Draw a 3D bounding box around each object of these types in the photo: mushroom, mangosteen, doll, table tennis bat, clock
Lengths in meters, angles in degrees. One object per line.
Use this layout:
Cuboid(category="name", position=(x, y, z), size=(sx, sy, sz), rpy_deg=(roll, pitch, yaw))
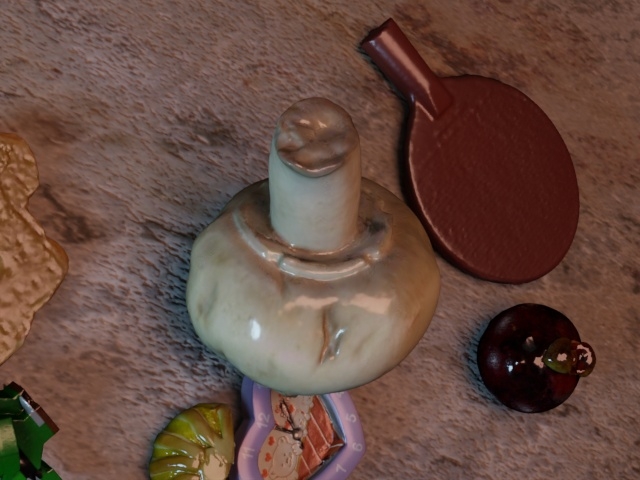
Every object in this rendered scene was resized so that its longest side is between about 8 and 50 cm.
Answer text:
Cuboid(category="mushroom", position=(0.000, 0.000, 1.679), size=(0.314, 0.336, 0.314), rpy_deg=(3, 46, -3))
Cuboid(category="mangosteen", position=(0.284, 0.153, 1.921), size=(0.152, 0.152, 0.152), rpy_deg=(5, 79, -27))
Cuboid(category="doll", position=(-0.373, 0.233, 1.593), size=(0.186, 0.106, 0.134), rpy_deg=(-13, 107, -28))
Cuboid(category="table tennis bat", position=(0.201, -0.124, 1.982), size=(0.414, 0.051, 0.268), rpy_deg=(50, 63, -13))
Cuboid(category="clock", position=(-0.029, 0.238, 1.792), size=(0.172, 0.064, 0.198), rpy_deg=(18, 74, -26))

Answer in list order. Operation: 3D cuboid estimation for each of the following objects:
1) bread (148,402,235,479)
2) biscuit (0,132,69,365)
Cuboid(category="bread", position=(-0.152, 0.254, 1.724), size=(0.094, 0.083, 0.157), rpy_deg=(34, 68, -5))
Cuboid(category="biscuit", position=(-0.439, 0.032, 1.623), size=(0.269, 0.051, 0.376), rpy_deg=(38, 66, -14))
